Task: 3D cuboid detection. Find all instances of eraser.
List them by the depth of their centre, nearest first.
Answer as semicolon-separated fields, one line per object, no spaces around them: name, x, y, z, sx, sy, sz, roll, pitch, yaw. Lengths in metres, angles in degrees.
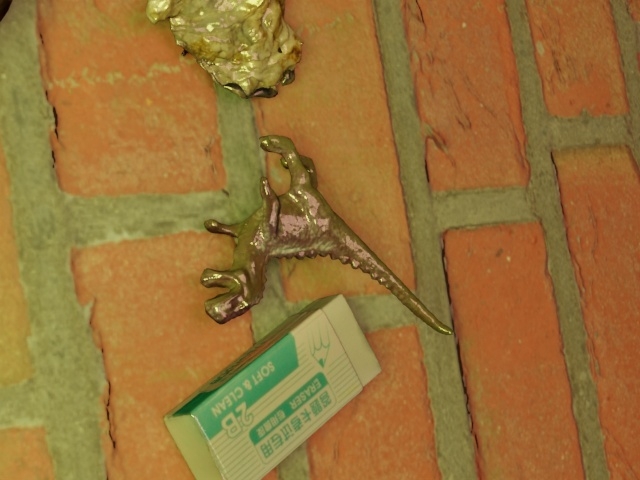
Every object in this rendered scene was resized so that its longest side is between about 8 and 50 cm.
eraser;-0.041;0.146;1.186;0.225;0.052;0.095;-36;103;-40

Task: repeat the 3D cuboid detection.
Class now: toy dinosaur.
toy dinosaur;-0.003;0.001;1.218;0.251;0.072;0.200;4;69;-34

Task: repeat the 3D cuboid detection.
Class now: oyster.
oyster;-0.084;-0.215;1.210;0.191;0.081;0.163;-17;97;-39

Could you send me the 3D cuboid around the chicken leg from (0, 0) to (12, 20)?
chicken leg;-0.341;-0.154;0.914;0.152;0.201;0.429;23;69;10
